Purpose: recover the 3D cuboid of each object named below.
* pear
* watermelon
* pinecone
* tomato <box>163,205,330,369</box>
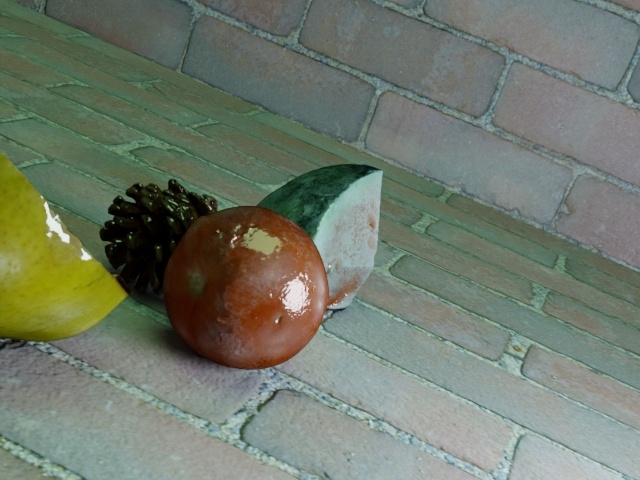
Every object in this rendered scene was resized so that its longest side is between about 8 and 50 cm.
[{"bbox_3d":[-0.396,-0.021,1.088,0.340,0.191,0.386,31,-21,54],"label":"pear"},{"bbox_3d":[0.000,0.000,1.627,0.214,0.289,0.320,48,-4,-15],"label":"watermelon"},{"bbox_3d":[-0.213,-0.002,1.425,0.195,0.150,0.179,2,26,-47],"label":"pinecone"},{"bbox_3d":[-0.088,0.059,1.294,0.184,0.208,0.208,7,21,-43],"label":"tomato"}]
